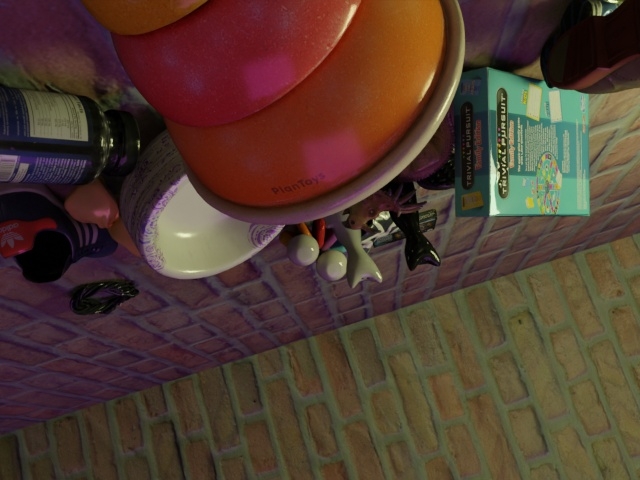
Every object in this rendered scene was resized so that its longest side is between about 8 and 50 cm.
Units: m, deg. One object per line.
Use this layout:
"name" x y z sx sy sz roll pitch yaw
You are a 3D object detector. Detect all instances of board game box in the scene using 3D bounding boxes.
"board game box" 0.237 -0.033 1.981 0.186 0.026 0.126 -17 163 -2
"board game box" 0.383 -0.170 1.309 0.336 0.253 0.079 -2 -179 -40

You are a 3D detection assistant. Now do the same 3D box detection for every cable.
"cable" -0.537 0.145 1.739 0.151 0.047 0.184 -19 162 4

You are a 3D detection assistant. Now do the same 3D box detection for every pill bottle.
"pill bottle" -0.358 -0.134 0.920 0.219 0.122 0.123 -1 156 -42

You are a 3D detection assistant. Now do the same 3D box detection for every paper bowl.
"paper bowl" -0.183 -0.084 1.125 0.284 0.148 0.284 -26 147 -18

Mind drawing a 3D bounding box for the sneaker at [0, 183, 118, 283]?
"sneaker" -0.460 0.012 1.230 0.131 0.148 0.350 -20 163 9

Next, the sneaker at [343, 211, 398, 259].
"sneaker" 0.080 -0.016 1.771 0.235 0.094 0.153 -30 158 34

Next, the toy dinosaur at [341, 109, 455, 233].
"toy dinosaur" 0.161 -0.146 1.262 0.127 0.200 0.296 1 154 -46

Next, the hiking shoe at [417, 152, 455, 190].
"hiking shoe" 0.320 -0.150 1.600 0.227 0.086 0.114 -15 159 -11

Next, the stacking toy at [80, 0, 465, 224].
"stacking toy" -0.102 -0.258 0.616 0.351 0.350 0.480 -23 145 18

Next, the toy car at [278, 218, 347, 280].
"toy car" 0.000 0.000 1.658 0.182 0.159 0.136 28 100 -18

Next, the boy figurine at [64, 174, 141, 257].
"boy figurine" -0.320 -0.033 1.242 0.092 0.177 0.285 -46 131 12

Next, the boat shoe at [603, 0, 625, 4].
"boat shoe" 0.517 -0.388 1.039 0.302 0.094 0.109 -10 161 -19

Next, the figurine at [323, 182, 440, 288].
"figurine" 0.119 -0.016 1.435 0.215 0.209 0.092 -16 163 -12

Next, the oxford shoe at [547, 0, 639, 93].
"oxford shoe" 0.493 -0.296 0.993 0.130 0.123 0.348 9 172 -27

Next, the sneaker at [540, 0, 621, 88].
"sneaker" 0.436 -0.326 1.178 0.081 0.080 0.211 -11 163 -9
